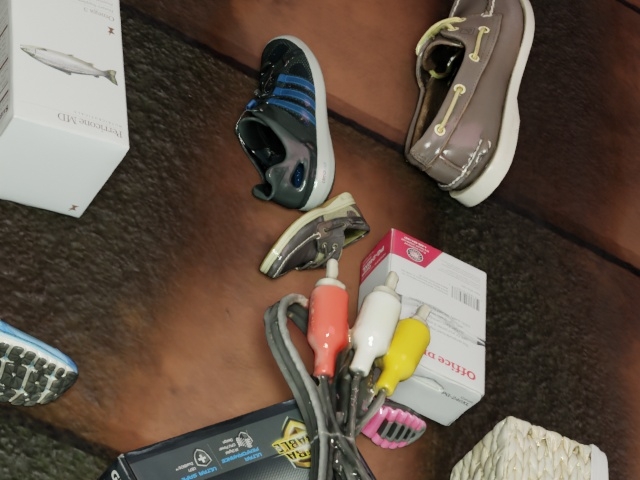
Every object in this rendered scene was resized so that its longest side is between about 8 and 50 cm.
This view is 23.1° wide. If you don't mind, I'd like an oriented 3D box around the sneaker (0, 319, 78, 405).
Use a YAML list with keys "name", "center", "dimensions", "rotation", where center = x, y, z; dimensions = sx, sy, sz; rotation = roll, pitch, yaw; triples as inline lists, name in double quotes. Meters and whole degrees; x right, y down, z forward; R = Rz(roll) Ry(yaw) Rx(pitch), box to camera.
- name: "sneaker"
  center: [-0.251, 0.063, 1.168]
  dimensions: [0.162, 0.063, 0.073]
  rotation: [30, 38, -15]

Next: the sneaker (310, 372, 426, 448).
- name: "sneaker"
  center: [0.038, 0.141, 1.351]
  dimensions: [0.119, 0.047, 0.057]
  rotation: [20, 33, -26]

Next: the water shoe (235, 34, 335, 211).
- name: "water shoe"
  center: [-0.040, -0.122, 1.492]
  dimensions: [0.080, 0.073, 0.203]
  rotation: [9, 50, -31]

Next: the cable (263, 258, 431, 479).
- name: "cable"
  center: [0.017, 0.131, 1.235]
  dimensions: [0.139, 0.072, 0.287]
  rotation: [24, 41, -15]

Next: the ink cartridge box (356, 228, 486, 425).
- name: "ink cartridge box"
  center: [0.091, 0.079, 1.427]
  dimensions: [0.109, 0.063, 0.150]
  rotation: [26, 43, -19]

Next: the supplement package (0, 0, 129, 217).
- name: "supplement package"
  center: [-0.232, -0.127, 1.315]
  dimensions: [0.105, 0.105, 0.179]
  rotation: [15, 48, -30]

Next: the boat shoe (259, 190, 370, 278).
- name: "boat shoe"
  center: [0.000, 0.000, 1.429]
  dimensions: [0.049, 0.056, 0.152]
  rotation: [43, 39, 8]

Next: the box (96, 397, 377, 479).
- name: "box"
  center: [-0.043, 0.222, 1.203]
  dimensions: [0.220, 0.051, 0.175]
  rotation: [-12, 63, -45]

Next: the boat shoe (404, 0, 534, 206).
- name: "boat shoe"
  center: [0.153, -0.181, 1.671]
  dimensions: [0.096, 0.116, 0.324]
  rotation: [29, 47, -20]

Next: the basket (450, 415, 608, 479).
- name: "basket"
  center: [0.167, 0.246, 1.308]
  dimensions: [0.103, 0.113, 0.167]
  rotation: [26, 43, -12]
